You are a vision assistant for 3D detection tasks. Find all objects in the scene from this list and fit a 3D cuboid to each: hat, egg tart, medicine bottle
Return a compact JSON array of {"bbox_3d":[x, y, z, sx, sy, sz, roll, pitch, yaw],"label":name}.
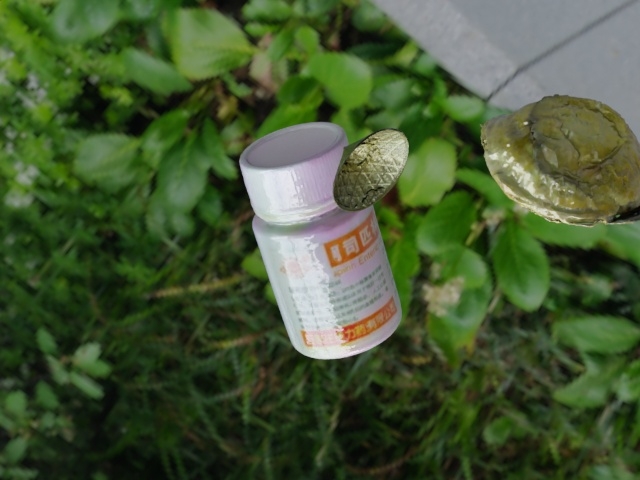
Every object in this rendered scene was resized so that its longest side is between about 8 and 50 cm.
[{"bbox_3d":[0.055,-0.120,1.925,0.067,0.146,0.146,43,160,32],"label":"hat"},{"bbox_3d":[0.332,-0.117,1.710,0.252,0.232,0.098,23,135,4],"label":"egg tart"},{"bbox_3d":[0.000,0.000,2.337,0.219,0.219,0.388,6,122,42],"label":"medicine bottle"}]
